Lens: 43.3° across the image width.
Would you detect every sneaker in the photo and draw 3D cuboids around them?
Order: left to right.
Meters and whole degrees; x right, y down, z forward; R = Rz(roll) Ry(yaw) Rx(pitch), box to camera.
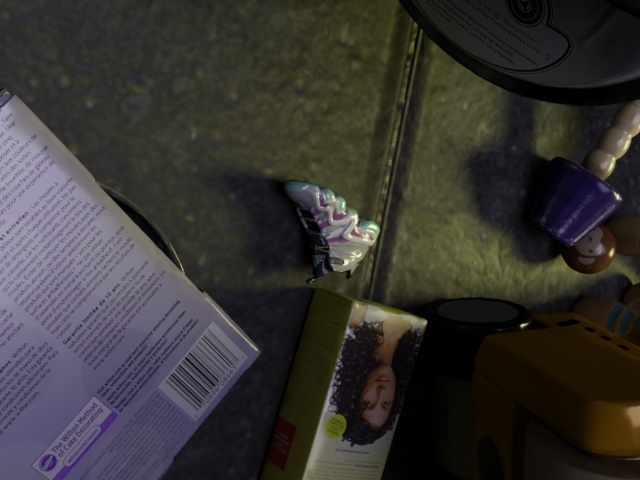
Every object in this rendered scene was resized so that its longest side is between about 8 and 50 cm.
[{"bbox_3d":[0.000,0.000,0.622,0.098,0.038,0.069,32,80,-35],"label":"sneaker"}]

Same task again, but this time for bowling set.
[{"bbox_3d":[0.342,0.058,0.803,0.199,0.154,0.287,20,87,-36],"label":"bowling set"}]

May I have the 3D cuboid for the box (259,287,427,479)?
[{"bbox_3d":[0.009,0.161,0.649,0.087,0.058,0.232,15,91,-36],"label":"box"}]

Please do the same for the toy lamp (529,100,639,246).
[{"bbox_3d":[0.293,-0.119,0.753,0.080,0.080,0.275,26,99,-36],"label":"toy lamp"}]

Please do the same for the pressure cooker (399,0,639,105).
[{"bbox_3d":[0.207,-0.294,0.509,0.420,0.369,0.376,-33,113,-30],"label":"pressure cooker"}]

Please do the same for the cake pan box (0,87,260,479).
[{"bbox_3d":[-0.194,0.080,0.485,0.267,0.070,0.246,-51,125,-16],"label":"cake pan box"}]

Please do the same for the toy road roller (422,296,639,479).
[{"bbox_3d":[0.229,0.163,0.643,0.240,0.329,0.203,-4,102,-12],"label":"toy road roller"}]
